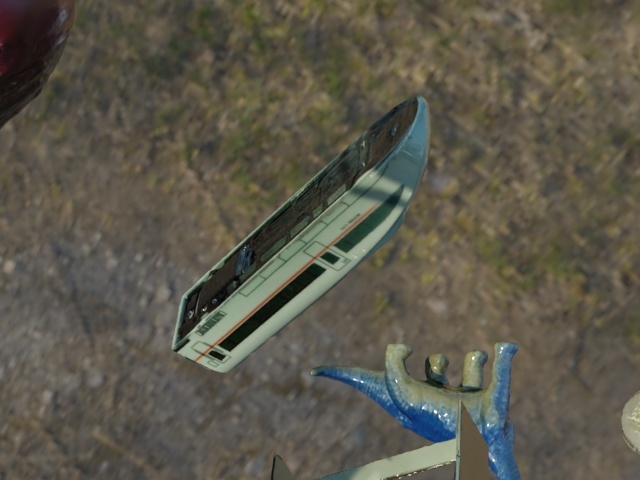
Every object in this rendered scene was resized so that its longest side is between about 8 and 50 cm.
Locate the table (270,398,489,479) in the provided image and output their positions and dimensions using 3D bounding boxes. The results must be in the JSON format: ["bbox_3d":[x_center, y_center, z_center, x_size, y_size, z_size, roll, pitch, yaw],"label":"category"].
[{"bbox_3d":[0.036,0.200,1.126,0.062,0.146,0.175,59,22,-32],"label":"table"}]

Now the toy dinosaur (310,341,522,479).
[{"bbox_3d":[0.111,0.189,1.587,0.248,0.075,0.188,1,70,7],"label":"toy dinosaur"}]

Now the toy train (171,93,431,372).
[{"bbox_3d":[0.000,0.000,1.703,0.088,0.407,0.086,32,40,-22],"label":"toy train"}]

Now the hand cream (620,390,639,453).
[{"bbox_3d":[0.251,0.133,1.152,0.203,0.084,0.084,27,37,-59],"label":"hand cream"}]

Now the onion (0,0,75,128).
[{"bbox_3d":[-0.351,-0.251,1.381,0.282,0.260,0.336,-16,73,-26],"label":"onion"}]
